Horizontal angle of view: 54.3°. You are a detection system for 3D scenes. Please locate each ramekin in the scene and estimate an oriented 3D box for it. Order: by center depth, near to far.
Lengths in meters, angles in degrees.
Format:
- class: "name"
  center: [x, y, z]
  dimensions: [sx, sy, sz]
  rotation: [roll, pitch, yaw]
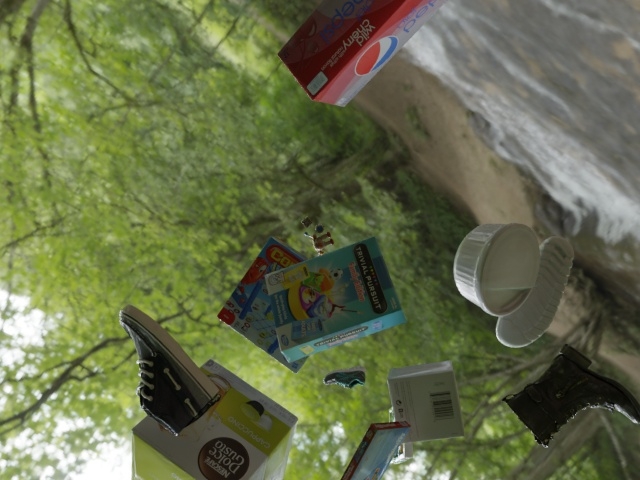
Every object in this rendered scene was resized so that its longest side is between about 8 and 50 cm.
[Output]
- class: "ramekin"
  center: [0.504, 0.074, 1.808]
  dimensions: [0.273, 0.272, 0.127]
  rotation: [30, 173, -39]

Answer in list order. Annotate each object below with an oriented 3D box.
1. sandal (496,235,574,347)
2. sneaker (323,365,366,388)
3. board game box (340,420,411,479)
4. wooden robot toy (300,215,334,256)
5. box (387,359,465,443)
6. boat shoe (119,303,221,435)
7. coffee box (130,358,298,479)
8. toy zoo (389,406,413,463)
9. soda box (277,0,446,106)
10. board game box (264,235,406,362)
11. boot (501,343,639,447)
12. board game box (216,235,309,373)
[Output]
- class: "sandal"
  center: [0.716, 0.178, 2.082]
  dimensions: [0.169, 0.416, 0.102]
  rotation: [37, 169, -6]
- class: "sneaker"
  center: [0.092, 0.521, 2.333]
  dimensions: [0.065, 0.167, 0.076]
  rotation: [69, -170, -46]
- class: "board game box"
  center: [0.116, 0.579, 1.572]
  dimensions: [0.145, 0.281, 0.027]
  rotation: [14, -163, -45]
- class: "wooden robot toy"
  center: [0.000, 0.000, 1.985]
  dimensions: [0.079, 0.076, 0.173]
  rotation: [-124, 9, -82]
- class: "box"
  center: [0.285, 0.435, 1.690]
  dimensions: [0.182, 0.180, 0.119]
  rotation: [-10, -179, 10]
- class: "boat shoe"
  center: [-0.408, 0.326, 1.538]
  dimensions: [0.340, 0.158, 0.127]
  rotation: [49, 152, -10]
- class: "coffee box"
  center: [-0.312, 0.629, 1.804]
  dimensions: [0.338, 0.338, 0.334]
  rotation: [29, -140, 18]
- class: "toy zoo"
  center: [0.272, 0.638, 2.092]
  dimensions: [0.030, 0.192, 0.293]
  rotation: [3, 155, -4]
- class: "soda box"
  center: [0.074, -0.282, 0.745]
  dimensions: [0.083, 0.263, 0.092]
  rotation: [55, -152, 13]
- class: "board game box"
  center: [0.034, 0.157, 1.709]
  dimensions: [0.079, 0.336, 0.253]
  rotation: [64, -173, -52]
- class: "boot"
  center: [0.596, 0.399, 1.472]
  dimensions: [0.263, 0.229, 0.091]
  rotation: [42, -178, 29]
- class: "board game box"
  center: [-0.107, 0.194, 1.918]
  dimensions: [0.308, 0.302, 0.086]
  rotation: [34, -176, 5]
